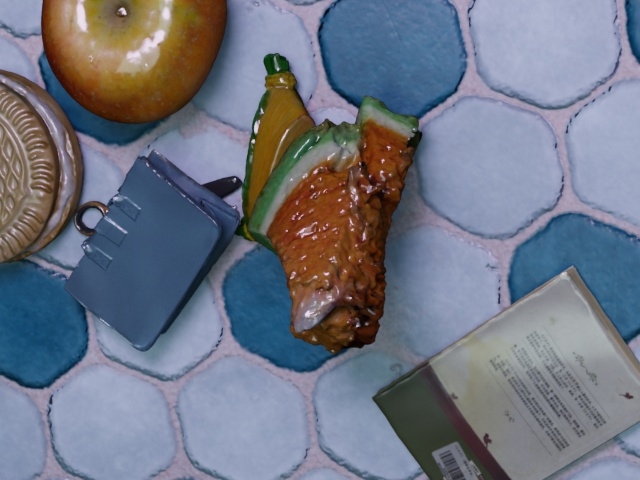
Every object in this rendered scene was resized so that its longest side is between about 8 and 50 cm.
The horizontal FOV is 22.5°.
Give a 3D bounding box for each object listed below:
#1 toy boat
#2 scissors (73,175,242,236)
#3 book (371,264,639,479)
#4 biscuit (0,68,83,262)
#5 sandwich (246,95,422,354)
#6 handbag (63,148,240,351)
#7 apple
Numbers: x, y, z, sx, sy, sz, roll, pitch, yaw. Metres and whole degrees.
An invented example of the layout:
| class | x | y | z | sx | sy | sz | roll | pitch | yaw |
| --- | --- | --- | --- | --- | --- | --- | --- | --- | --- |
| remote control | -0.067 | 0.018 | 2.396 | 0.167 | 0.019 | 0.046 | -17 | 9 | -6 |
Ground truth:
| class | x | y | z | sx | sy | sz | roll | pitch | yaw |
| --- | --- | --- | --- | --- | --- | --- | --- | --- | --- |
| toy boat | -0.052 | -0.099 | 1.873 | 0.088 | 0.089 | 0.230 | 29 | 113 | 47 |
| scissors | -0.194 | -0.035 | 1.946 | 0.220 | 0.017 | 0.088 | -21 | 93 | 17 |
| book | 0.229 | 0.187 | 1.885 | 0.289 | 0.026 | 0.201 | -33 | 93 | 18 |
| biscuit | -0.416 | -0.086 | 1.954 | 0.259 | 0.079 | 0.259 | 3 | 102 | 14 |
| sandwich | 0.000 | 0.000 | 1.759 | 0.162 | 0.301 | 0.250 | 18 | 121 | -5 |
| handbag | -0.204 | 0.014 | 1.911 | 0.144 | 0.057 | 0.221 | 38 | 122 | 3 |
| apple | -0.206 | -0.252 | 1.825 | 0.210 | 0.173 | 0.235 | 35 | 99 | 9 |
